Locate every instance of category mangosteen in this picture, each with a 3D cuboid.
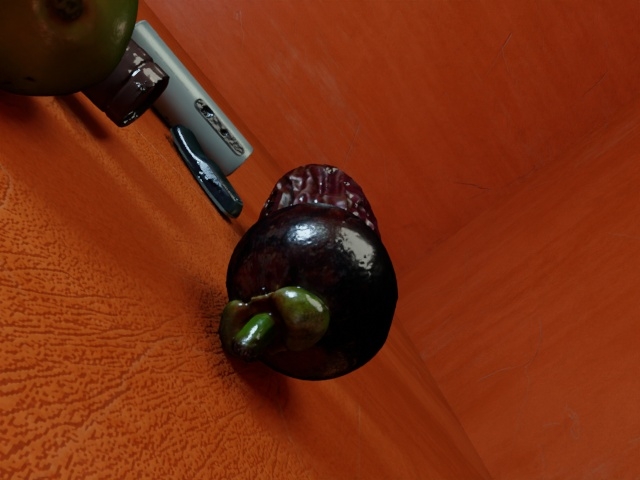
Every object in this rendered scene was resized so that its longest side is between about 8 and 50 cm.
[{"bbox_3d":[-0.024,0.068,0.623,0.216,0.216,0.216,51,6,-7],"label":"mangosteen"}]

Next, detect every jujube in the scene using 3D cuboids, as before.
[{"bbox_3d":[0.000,0.000,0.987,0.258,0.258,0.377,50,22,-18],"label":"jujube"}]

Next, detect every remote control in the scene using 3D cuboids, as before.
[{"bbox_3d":[-0.218,-0.134,1.014,0.222,0.042,0.072,54,8,16],"label":"remote control"}]

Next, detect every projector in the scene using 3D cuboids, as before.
[{"bbox_3d":[-0.284,-0.281,1.098,0.337,0.108,0.108,50,6,-20],"label":"projector"}]

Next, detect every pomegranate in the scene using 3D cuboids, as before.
[{"bbox_3d":[-0.297,-0.224,0.511,0.190,0.240,0.159,-86,178,-49],"label":"pomegranate"}]

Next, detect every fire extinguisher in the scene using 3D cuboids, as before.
[{"bbox_3d":[-0.353,-0.287,0.647,0.341,0.105,0.141,43,29,-13],"label":"fire extinguisher"}]
